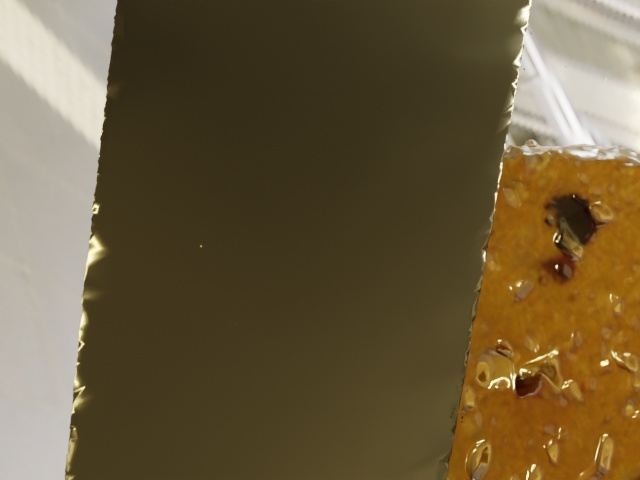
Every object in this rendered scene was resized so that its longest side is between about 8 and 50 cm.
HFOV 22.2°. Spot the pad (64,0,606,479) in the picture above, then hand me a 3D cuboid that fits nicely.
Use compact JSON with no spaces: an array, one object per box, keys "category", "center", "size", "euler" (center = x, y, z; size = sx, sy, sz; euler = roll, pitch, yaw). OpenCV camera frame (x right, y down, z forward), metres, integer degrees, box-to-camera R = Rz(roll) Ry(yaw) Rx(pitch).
[{"category":"pad","center":[0.001,0.000,0.761],"size":[0.315,0.063,0.375],"euler":[-4,109,-43]}]

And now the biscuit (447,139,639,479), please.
[{"category":"biscuit","center":[0.151,0.077,0.953],"size":[0.296,0.296,0.075],"euler":[64,-23,1]}]
